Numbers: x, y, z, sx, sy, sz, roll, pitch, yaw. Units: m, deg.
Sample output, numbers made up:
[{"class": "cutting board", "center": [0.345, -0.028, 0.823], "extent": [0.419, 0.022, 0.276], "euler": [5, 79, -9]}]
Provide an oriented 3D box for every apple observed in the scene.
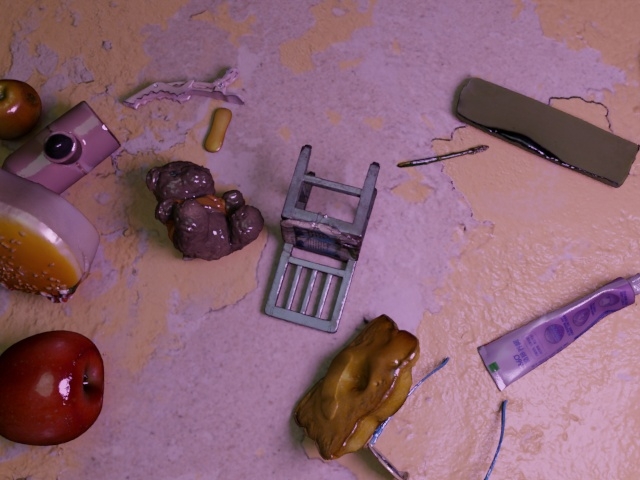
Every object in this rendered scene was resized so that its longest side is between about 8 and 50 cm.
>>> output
[{"class": "apple", "center": [-0.430, 0.231, 1.212], "extent": [0.168, 0.181, 0.181], "euler": [2, 76, 9]}, {"class": "apple", "center": [-0.557, -0.234, 1.375], "extent": [0.114, 0.102, 0.099], "euler": [-28, 74, -5]}]

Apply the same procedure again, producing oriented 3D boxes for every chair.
[{"class": "chair", "center": [0.000, 0.000, 1.267], "extent": [0.136, 0.147, 0.270], "euler": [16, 75, 6]}]

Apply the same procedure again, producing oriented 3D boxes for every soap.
[{"class": "soap", "center": [-0.185, -0.200, 1.394], "extent": [0.034, 0.012, 0.089], "euler": [16, 77, 7]}]

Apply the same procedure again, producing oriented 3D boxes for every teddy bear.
[{"class": "teddy bear", "center": [-0.213, -0.056, 1.308], "extent": [0.177, 0.140, 0.190], "euler": [-5, 58, -42]}]

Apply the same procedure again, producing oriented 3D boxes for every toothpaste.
[{"class": "toothpaste", "center": [0.405, 0.138, 1.262], "extent": [0.301, 0.048, 0.075], "euler": [-30, 104, 2]}]

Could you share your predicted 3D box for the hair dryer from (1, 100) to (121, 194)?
[{"class": "hair dryer", "center": [-0.425, -0.140, 1.230], "extent": [0.189, 0.344, 0.107], "euler": [-39, 102, -9]}]

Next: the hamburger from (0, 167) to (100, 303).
[{"class": "hamburger", "center": [-0.510, -0.012, 1.254], "extent": [0.295, 0.227, 0.151], "euler": [24, 62, 11]}]

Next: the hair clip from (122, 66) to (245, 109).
[{"class": "hair clip", "center": [-0.250, -0.277, 1.408], "extent": [0.226, 0.034, 0.072], "euler": [-2, 72, 4]}]

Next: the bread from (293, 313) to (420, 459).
[{"class": "bread", "center": [0.068, 0.232, 1.207], "extent": [0.088, 0.161, 0.233], "euler": [36, 92, -34]}]

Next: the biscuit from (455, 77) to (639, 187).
[{"class": "biscuit", "center": [0.391, -0.190, 1.352], "extent": [0.322, 0.038, 0.099], "euler": [24, 75, 9]}]

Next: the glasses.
[{"class": "glasses", "center": [0.195, 0.317, 1.232], "extent": [0.190, 0.088, 0.220], "euler": [34, 60, 11]}]

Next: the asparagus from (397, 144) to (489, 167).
[{"class": "asparagus", "center": [0.217, -0.148, 1.362], "extent": [0.166, 0.013, 0.016], "euler": [-11, 86, 0]}]
